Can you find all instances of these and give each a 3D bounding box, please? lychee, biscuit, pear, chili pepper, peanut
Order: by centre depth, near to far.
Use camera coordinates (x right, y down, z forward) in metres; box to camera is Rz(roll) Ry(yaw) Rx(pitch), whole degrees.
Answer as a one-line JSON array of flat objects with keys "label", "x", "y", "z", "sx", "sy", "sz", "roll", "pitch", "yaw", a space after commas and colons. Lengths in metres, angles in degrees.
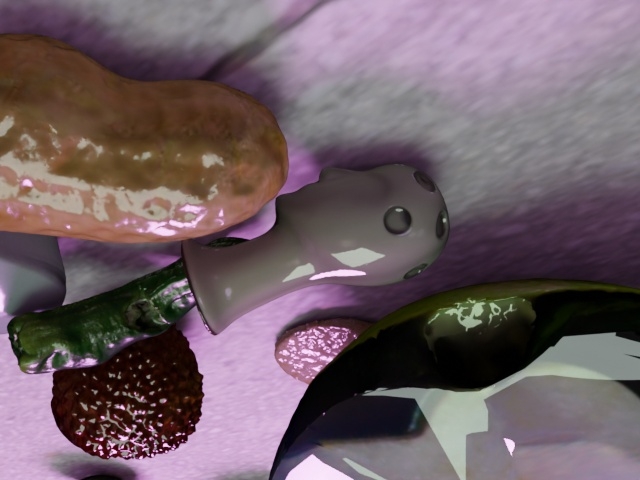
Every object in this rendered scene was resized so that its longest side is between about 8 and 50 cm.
[{"label": "peanut", "x": -0.128, "y": -0.051, "z": 0.391, "sx": 0.226, "sy": 0.095, "sz": 0.108, "roll": 8, "pitch": 138, "yaw": -8}, {"label": "chili pepper", "x": -0.120, "y": 0.043, "z": 0.513, "sx": 0.182, "sy": 0.050, "sz": 0.073, "roll": -25, "pitch": 169, "yaw": -5}, {"label": "pear", "x": 0.166, "y": 0.168, "z": 0.560, "sx": 0.399, "sy": 0.165, "sz": 0.398, "roll": 5, "pitch": 122, "yaw": 8}, {"label": "lychee", "x": -0.152, "y": 0.115, "z": 0.590, "sx": 0.123, "sy": 0.123, "sz": 0.129, "roll": 14, "pitch": 132, "yaw": -13}, {"label": "biscuit", "x": 0.019, "y": 0.100, "z": 0.639, "sx": 0.120, "sy": 0.015, "sz": 0.120, "roll": 2, "pitch": 142, "yaw": 2}]

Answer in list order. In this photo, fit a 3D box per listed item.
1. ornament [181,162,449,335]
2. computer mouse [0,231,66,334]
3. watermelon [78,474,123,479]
[{"label": "ornament", "x": 0.000, "y": 0.000, "z": 0.445, "sx": 0.156, "sy": 0.075, "sz": 0.081, "roll": -19, "pitch": 102, "yaw": -2}, {"label": "computer mouse", "x": -0.272, "y": -0.005, "z": 0.481, "sx": 0.128, "sy": 0.079, "sz": 0.231, "roll": -29, "pitch": 129, "yaw": 31}, {"label": "watermelon", "x": -0.256, "y": 0.338, "z": 0.896, "sx": 0.133, "sy": 0.105, "sz": 0.105, "roll": 16, "pitch": 142, "yaw": -36}]
